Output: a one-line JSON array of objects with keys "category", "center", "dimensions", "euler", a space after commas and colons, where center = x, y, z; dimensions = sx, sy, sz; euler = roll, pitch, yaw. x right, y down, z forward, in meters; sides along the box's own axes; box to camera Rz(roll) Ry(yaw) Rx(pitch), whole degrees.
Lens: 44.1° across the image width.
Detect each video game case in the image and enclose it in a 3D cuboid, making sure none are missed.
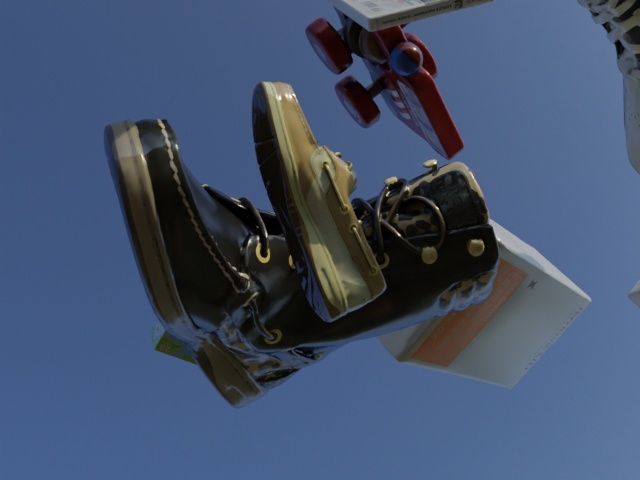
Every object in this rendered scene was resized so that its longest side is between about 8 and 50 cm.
[{"category": "video game case", "center": [0.112, -0.329, 1.059], "dimensions": [0.173, 0.190, 0.022], "euler": [-17, -58, -10]}]

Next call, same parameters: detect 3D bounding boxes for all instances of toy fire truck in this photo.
[{"category": "toy fire truck", "center": [0.122, -0.293, 1.323], "dimensions": [0.169, 0.254, 0.302], "euler": [-37, -50, -4]}]

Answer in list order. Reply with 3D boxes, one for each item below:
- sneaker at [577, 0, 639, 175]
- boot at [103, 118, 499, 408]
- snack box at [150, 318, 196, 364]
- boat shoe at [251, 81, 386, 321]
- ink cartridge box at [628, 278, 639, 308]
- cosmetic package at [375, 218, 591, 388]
[{"category": "sneaker", "center": [0.175, -0.148, 0.484], "dimensions": [0.152, 0.094, 0.235], "euler": [-3, -60, -6]}, {"category": "boot", "center": [0.000, 0.000, 0.678], "dimensions": [0.284, 0.138, 0.377], "euler": [-20, -37, -2]}, {"category": "snack box", "center": [-0.159, 0.112, 1.322], "dimensions": [0.174, 0.070, 0.207], "euler": [24, -76, -26]}, {"category": "boat shoe", "center": [-0.001, -0.025, 0.438], "dimensions": [0.045, 0.050, 0.136], "euler": [-18, -87, -17]}, {"category": "ink cartridge box", "center": [0.377, -0.004, 0.642], "dimensions": [0.078, 0.231, 0.134], "euler": [45, -117, 4]}, {"category": "cosmetic package", "center": [0.252, 0.092, 1.292], "dimensions": [0.230, 0.161, 0.453], "euler": [-52, -35, 12]}]
